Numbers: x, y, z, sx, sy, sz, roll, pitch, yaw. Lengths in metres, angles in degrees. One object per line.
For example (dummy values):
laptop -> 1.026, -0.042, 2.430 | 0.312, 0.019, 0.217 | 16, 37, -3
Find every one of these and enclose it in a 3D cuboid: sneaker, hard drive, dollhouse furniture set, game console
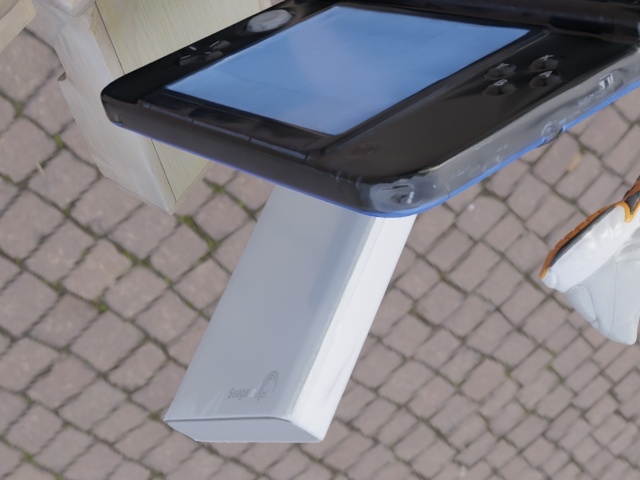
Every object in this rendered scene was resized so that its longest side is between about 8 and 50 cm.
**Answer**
sneaker -> 0.330, -0.013, 1.064 | 0.262, 0.121, 0.099 | -40, 178, 2
hard drive -> 0.000, 0.000, 0.864 | 0.040, 0.203, 0.308 | 33, 67, -21
dollhouse furniture set -> -0.244, -0.222, 0.873 | 0.362, 0.394, 0.256 | -52, 158, -21
game console -> 0.026, -0.162, 0.604 | 0.250, 0.293, 0.173 | -30, 119, -26
